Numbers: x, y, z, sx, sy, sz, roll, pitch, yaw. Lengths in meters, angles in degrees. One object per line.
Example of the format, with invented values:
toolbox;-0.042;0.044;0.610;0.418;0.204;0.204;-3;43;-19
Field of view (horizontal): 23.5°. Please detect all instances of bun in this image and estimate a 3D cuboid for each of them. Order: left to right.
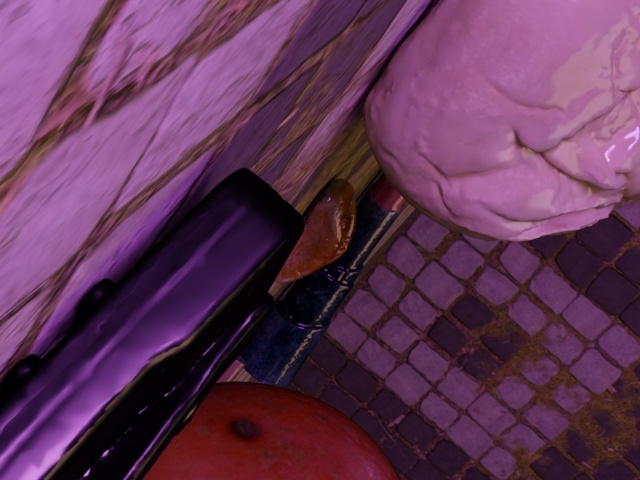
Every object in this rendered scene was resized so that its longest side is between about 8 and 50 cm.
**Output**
bun;0.131;-0.093;0.793;0.229;0.145;0.229;-47;178;-2

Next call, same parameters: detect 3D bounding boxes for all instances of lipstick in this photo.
lipstick;-0.097;0.131;1.259;0.094;0.019;0.019;-51;176;9
lipstick;0.016;0.024;1.302;0.234;0.053;0.053;-53;176;18

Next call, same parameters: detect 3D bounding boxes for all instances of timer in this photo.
timer;-0.081;0.070;0.529;0.187;0.055;0.144;-48;176;-27

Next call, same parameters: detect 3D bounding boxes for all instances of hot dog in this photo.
hot dog;0.000;0.000;0.967;0.030;0.034;0.090;-47;175;-49

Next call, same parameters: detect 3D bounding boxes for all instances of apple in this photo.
apple;-0.067;0.215;1.025;0.253;0.253;0.253;-50;176;-4
